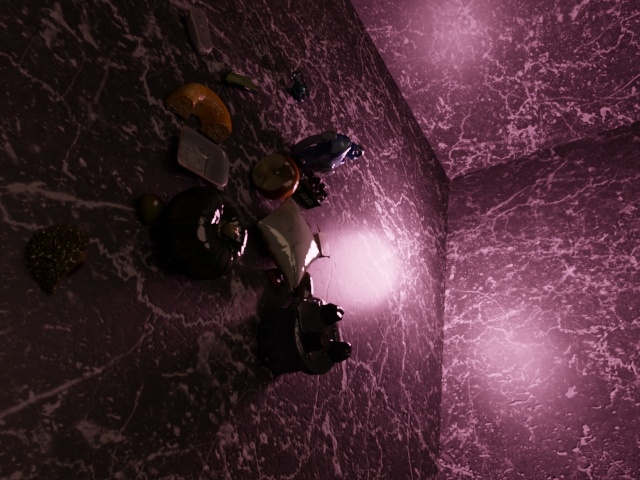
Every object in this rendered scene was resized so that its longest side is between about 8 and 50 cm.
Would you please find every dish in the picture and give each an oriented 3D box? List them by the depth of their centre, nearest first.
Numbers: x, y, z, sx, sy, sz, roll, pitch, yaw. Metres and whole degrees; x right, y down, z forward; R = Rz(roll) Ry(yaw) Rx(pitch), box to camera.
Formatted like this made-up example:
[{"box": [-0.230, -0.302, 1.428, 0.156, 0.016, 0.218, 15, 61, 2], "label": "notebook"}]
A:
[{"box": [-0.409, -0.271, 1.628, 0.234, 0.064, 0.154, 30, 53, -47], "label": "dish"}]

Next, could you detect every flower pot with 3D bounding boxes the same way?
[{"box": [-0.060, 0.336, 1.702, 0.299, 0.282, 0.299, 28, 56, -50], "label": "flower pot"}]

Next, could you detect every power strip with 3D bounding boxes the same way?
[{"box": [0.000, 0.000, 2.167, 0.075, 0.042, 0.175, 7, 70, -56], "label": "power strip"}]

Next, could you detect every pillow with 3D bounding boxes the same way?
[{"box": [-0.121, 0.002, 1.902, 0.312, 0.119, 0.310, 62, 28, -14], "label": "pillow"}]

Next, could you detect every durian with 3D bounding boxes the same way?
[{"box": [-0.617, 0.018, 1.137, 0.119, 0.108, 0.187, 50, 40, -35], "label": "durian"}]

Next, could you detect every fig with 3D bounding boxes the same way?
[{"box": [-0.504, -0.096, 1.404, 0.074, 0.074, 0.088, 22, 81, -52], "label": "fig"}]

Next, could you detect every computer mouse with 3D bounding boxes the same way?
[{"box": [-0.458, -0.779, 1.781, 0.089, 0.056, 0.182, -27, 106, -53], "label": "computer mouse"}]

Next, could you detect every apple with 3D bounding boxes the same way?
[{"box": [-0.170, -0.251, 1.889, 0.160, 0.173, 0.195, 20, 64, -50], "label": "apple"}]

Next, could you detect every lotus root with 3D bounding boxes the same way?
[{"box": [-0.069, 0.197, 1.937, 0.089, 0.080, 0.179, 35, 47, -46], "label": "lotus root"}]

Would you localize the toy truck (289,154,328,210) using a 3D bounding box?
[{"box": [-0.074, -0.256, 2.089, 0.259, 0.121, 0.088, 47, 42, -37], "label": "toy truck"}]

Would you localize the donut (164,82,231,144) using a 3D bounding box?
[{"box": [-0.421, -0.476, 1.681, 0.259, 0.101, 0.152, 31, 46, -43], "label": "donut"}]

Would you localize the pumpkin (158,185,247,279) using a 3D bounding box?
[{"box": [-0.354, -0.021, 1.469, 0.300, 0.207, 0.300, 18, 69, -58], "label": "pumpkin"}]

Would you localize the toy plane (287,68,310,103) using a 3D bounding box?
[{"box": [-0.109, -0.738, 2.275, 0.060, 0.096, 0.235, 37, 30, -48], "label": "toy plane"}]

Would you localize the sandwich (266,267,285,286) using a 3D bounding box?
[{"box": [-0.169, 0.145, 1.856, 0.101, 0.026, 0.069, 59, 33, -25], "label": "sandwich"}]

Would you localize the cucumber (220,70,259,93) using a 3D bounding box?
[{"box": [-0.336, -0.646, 1.925, 0.220, 0.046, 0.071, -4, 78, -59], "label": "cucumber"}]

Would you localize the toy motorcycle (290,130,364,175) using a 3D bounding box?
[{"box": [0.017, -0.378, 2.098, 0.241, 0.319, 0.182, -29, 105, -65], "label": "toy motorcycle"}]
